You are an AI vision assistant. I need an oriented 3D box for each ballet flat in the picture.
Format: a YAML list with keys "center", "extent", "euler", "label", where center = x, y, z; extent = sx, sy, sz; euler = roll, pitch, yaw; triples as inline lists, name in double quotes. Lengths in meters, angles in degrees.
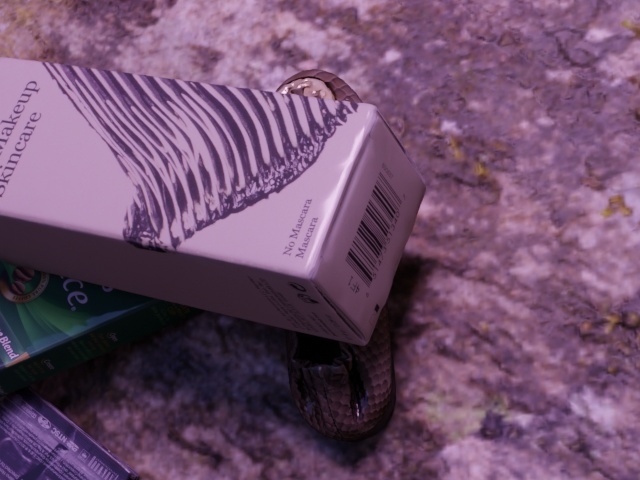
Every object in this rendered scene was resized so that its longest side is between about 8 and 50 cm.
- center: [0.000, 0.000, 0.846]
  extent: [0.084, 0.058, 0.249]
  euler: [-15, 65, 23]
  label: "ballet flat"

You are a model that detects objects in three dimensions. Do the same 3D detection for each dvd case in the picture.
- center: [-0.243, 0.196, 0.907]
  extent: [0.164, 0.018, 0.221]
  euler: [35, 87, 21]
  label: "dvd case"

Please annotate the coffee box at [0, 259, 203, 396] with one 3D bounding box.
- center: [-0.177, 0.029, 0.913]
  extent: [0.184, 0.040, 0.113]
  euler: [-22, 59, -1]
  label: "coffee box"

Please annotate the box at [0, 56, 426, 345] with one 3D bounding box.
- center: [-0.087, -0.029, 0.816]
  extent: [0.275, 0.094, 0.113]
  euler: [10, 68, 29]
  label: "box"
